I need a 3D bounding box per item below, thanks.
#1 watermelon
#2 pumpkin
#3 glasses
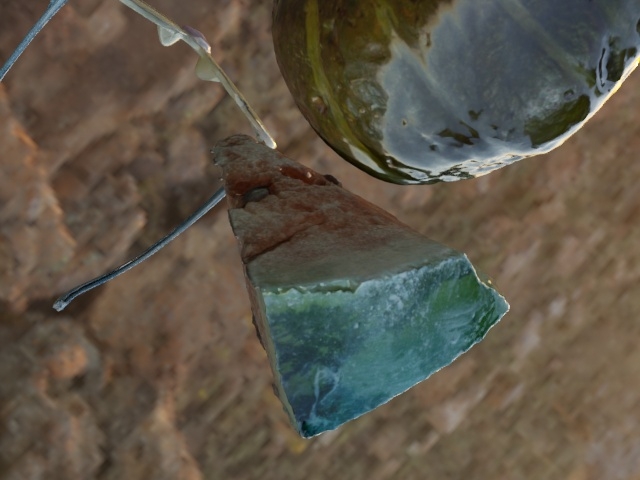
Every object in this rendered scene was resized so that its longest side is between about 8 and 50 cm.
[{"bbox_3d":[0.000,0.000,0.960,0.154,0.241,0.094,-21,123,-16],"label":"watermelon"},{"bbox_3d":[0.082,-0.117,0.759,0.219,0.219,0.162,-45,117,-8],"label":"pumpkin"},{"bbox_3d":[-0.148,-0.070,1.072,0.220,0.190,0.088,-52,-167,-21],"label":"glasses"}]
